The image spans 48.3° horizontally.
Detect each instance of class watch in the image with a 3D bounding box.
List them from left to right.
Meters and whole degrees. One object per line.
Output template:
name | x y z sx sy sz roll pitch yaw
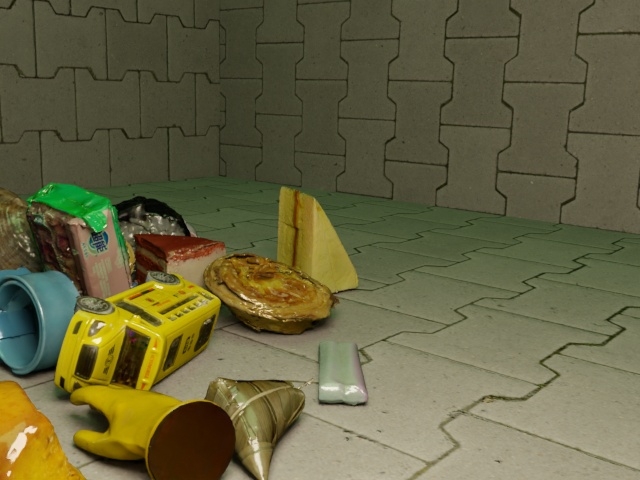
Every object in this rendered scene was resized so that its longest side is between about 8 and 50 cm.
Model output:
watch | -0.505 0.131 1.237 0.193 0.211 0.211 -12 2 34

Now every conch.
conch | -0.614 0.036 1.506 0.352 0.210 0.297 24 -7 32

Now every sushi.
sushi | -0.508 0.002 1.823 0.350 0.211 0.171 -9 19 -8

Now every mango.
mango | -0.385 0.241 0.750 0.350 0.201 0.199 0 -20 32

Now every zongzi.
zongzi | -0.054 0.266 1.001 0.189 0.081 0.178 9 25 -42

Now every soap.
soap | -0.439 0.040 1.303 0.218 0.273 0.098 19 38 29

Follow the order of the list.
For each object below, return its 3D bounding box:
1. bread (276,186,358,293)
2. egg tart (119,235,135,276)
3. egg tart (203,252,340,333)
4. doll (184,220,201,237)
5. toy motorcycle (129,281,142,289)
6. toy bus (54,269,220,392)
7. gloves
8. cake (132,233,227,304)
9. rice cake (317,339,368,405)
bread | -0.001 -0.003 1.785 0.163 0.264 0.167 -9 22 -37
egg tart | -0.524 0.068 1.682 0.191 0.191 0.074 3 -22 9
egg tart | -0.108 0.125 1.518 0.297 0.132 0.297 15 17 -5
doll | -0.478 -0.002 2.020 0.287 0.151 0.151 -1 11 -30
toy motorcycle | -0.480 0.126 1.544 0.114 0.076 0.205 3 16 27
toy bus | -0.302 0.162 1.215 0.152 0.144 0.330 23 15 12
gloves | -0.244 0.250 0.985 0.133 0.116 0.294 27 -15 -36
cake | -0.360 0.076 1.609 0.262 0.158 0.159 5 11 25
rice cake | 0.035 0.223 1.231 0.080 0.042 0.222 0 11 -1
